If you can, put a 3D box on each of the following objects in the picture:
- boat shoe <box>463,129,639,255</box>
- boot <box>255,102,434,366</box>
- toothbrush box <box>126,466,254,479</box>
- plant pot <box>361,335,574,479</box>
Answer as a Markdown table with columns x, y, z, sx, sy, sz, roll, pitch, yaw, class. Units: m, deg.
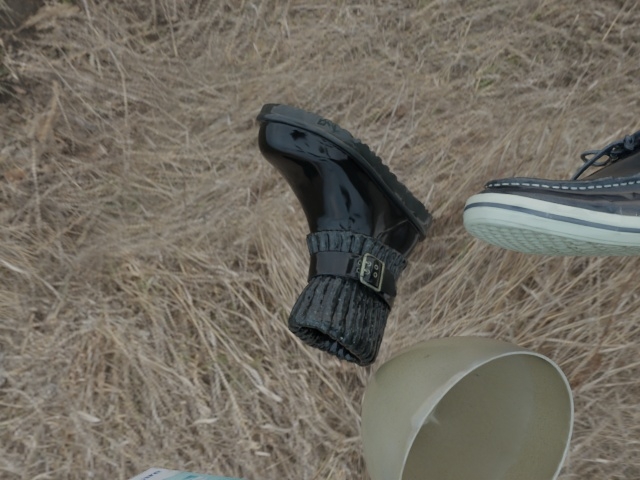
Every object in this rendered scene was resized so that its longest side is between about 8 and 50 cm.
| x | y | z | sx | sy | sz | roll | pitch | yaw | class |
| --- | --- | --- | --- | --- | --- | --- | --- | --- | --- |
| 0.392 | -0.061 | 0.873 | 0.499 | 0.187 | 0.156 | -3 | 87 | -17 | boat shoe |
| 0.003 | 0.001 | 1.025 | 0.348 | 0.131 | 0.260 | 38 | 72 | -29 | boot |
| -0.177 | 0.460 | 1.051 | 0.295 | 0.126 | 0.217 | -9 | 93 | 38 | toothbrush box |
| 0.163 | 0.243 | 0.977 | 0.284 | 0.284 | 0.191 | -50 | 34 | -9 | plant pot |
